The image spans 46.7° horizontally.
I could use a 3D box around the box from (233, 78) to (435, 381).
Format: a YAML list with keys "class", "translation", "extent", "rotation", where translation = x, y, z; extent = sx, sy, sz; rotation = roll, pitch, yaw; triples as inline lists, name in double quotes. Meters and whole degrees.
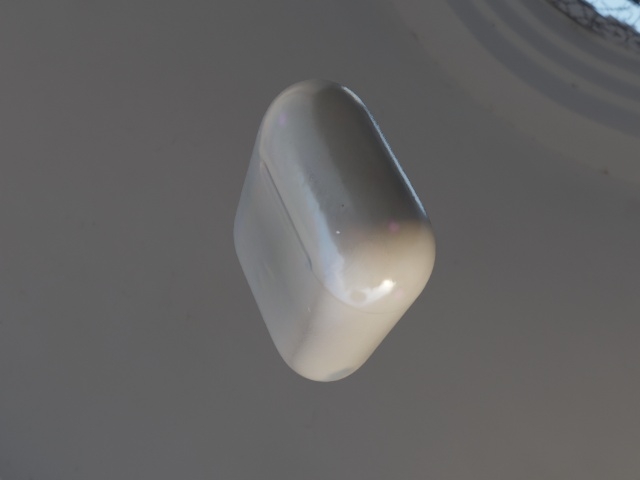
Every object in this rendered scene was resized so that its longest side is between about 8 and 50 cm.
- class: "box"
  translation: [0.001, 0.000, 0.907]
  extent: [0.141, 0.349, 0.289]
  rotation: [-13, -117, -23]
